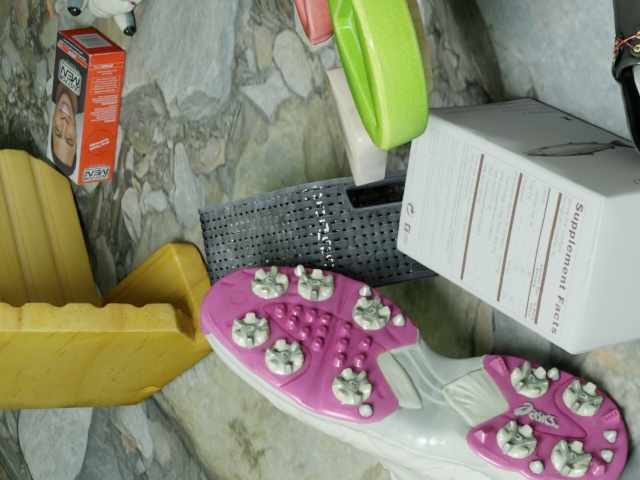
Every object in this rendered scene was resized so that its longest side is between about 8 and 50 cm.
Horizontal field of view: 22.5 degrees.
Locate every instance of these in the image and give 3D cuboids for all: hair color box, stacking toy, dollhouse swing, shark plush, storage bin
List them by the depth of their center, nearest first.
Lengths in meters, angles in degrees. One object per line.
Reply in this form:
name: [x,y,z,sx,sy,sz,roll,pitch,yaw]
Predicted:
stacking toy: [0.056,-0.196,1.051,0.309,0.130,0.280,107,146,-81]
storage bin: [0.000,0.000,1.235,0.180,0.122,0.084,-9,90,56]
dollhouse swing: [-0.314,-0.007,1.510,0.315,0.346,0.305,-37,57,53]
shark plush: [-0.205,-0.262,1.560,0.067,0.073,0.161,-55,30,23]
hair color box: [-0.237,-0.135,1.618,0.072,0.043,0.141,37,128,44]

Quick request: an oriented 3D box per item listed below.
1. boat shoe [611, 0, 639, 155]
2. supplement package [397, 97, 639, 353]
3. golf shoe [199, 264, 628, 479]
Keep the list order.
boat shoe: [0.203,-0.113,0.985,0.049,0.042,0.133,-22,78,57]
supplement package: [0.147,-0.015,1.031,0.179,0.105,0.105,32,121,47]
golf shoe: [0.052,0.122,1.109,0.306,0.115,0.140,25,142,11]
